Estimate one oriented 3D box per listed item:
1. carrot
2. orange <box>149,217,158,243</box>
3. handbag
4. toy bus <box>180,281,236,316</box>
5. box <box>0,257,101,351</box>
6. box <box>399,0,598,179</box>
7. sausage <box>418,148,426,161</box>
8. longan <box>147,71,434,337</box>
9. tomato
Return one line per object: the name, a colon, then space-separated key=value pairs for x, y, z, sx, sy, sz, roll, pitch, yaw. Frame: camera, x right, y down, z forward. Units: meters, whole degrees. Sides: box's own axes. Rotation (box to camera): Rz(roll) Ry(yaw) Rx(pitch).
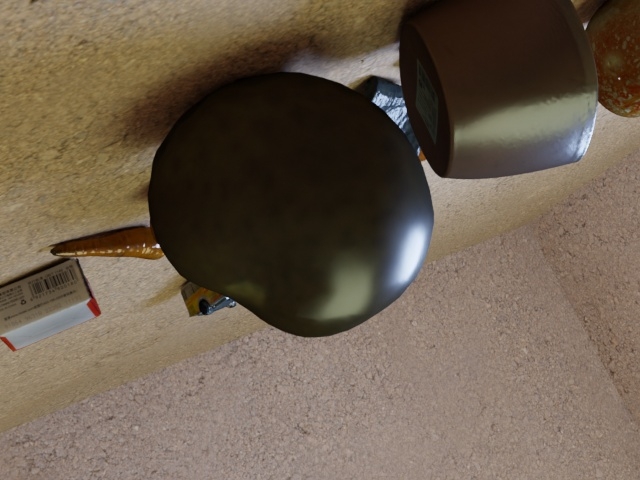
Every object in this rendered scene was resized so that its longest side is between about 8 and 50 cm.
carrot: x=-0.363 y=0.005 z=1.909 sx=0.257 sy=0.061 sz=0.061 roll=0 pitch=153 yaw=-48
orange: x=-0.206 y=-0.042 z=1.796 sx=0.157 sy=0.134 sz=0.156 roll=-1 pitch=-155 yaw=1
handbag: x=0.097 y=-0.149 z=1.867 sx=0.175 sy=0.089 sz=0.270 roll=-13 pitch=119 yaw=-57
toy bus: x=-0.223 y=0.098 z=2.516 sx=0.092 sy=0.106 sz=0.268 roll=-17 pitch=168 yaw=-41
box: x=-0.498 y=0.113 z=1.955 sx=0.182 sy=0.099 sz=0.133 roll=-23 pitch=166 yaw=-8
box: x=0.250 y=-0.233 z=1.598 sx=0.216 sy=0.301 sz=0.301 roll=-15 pitch=168 yaw=-9
sausage: x=0.214 y=-0.218 z=2.132 sx=0.089 sy=0.089 sz=0.179 roll=-14 pitch=160 yaw=-50
longan: x=-0.035 y=-0.054 z=1.522 sx=0.405 sy=0.404 sz=0.336 roll=-19 pitch=167 yaw=-34
tomato: x=0.600 y=-0.361 z=1.975 sx=0.270 sy=0.222 sz=0.270 roll=-33 pitch=-171 yaw=6
